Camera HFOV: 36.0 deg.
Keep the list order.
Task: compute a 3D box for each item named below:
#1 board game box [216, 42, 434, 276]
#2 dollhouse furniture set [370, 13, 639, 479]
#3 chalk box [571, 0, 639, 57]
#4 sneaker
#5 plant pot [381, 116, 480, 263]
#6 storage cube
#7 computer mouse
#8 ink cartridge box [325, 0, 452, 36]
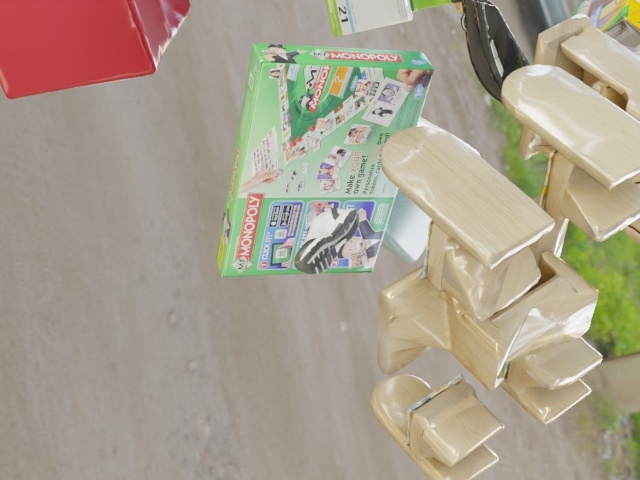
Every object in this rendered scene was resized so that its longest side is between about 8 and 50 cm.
[{"bbox_3d":[-0.002,-0.089,1.220,0.046,0.214,0.317,-112,-152,-47],"label":"board game box"},{"bbox_3d":[0.195,-0.025,0.964,0.256,0.394,0.362,46,-26,34],"label":"dollhouse furniture set"},{"bbox_3d":[0.507,-0.347,1.688,0.132,0.213,0.132,30,65,-17],"label":"chalk box"},{"bbox_3d":[0.000,0.000,1.082,0.109,0.044,0.040,-45,136,-43],"label":"sneaker"},{"bbox_3d":[0.103,-0.137,1.761,0.248,0.247,0.252,33,2,20],"label":"plant pot"},{"bbox_3d":[-0.279,-0.295,1.108,0.183,0.215,0.193,-79,157,-54],"label":"storage cube"},{"bbox_3d":[0.201,-0.272,1.286,0.262,0.060,0.184,57,5,-19],"label":"computer mouse"},{"bbox_3d":[0.129,-0.448,1.567,0.097,0.255,0.188,-70,148,-68],"label":"ink cartridge box"}]
